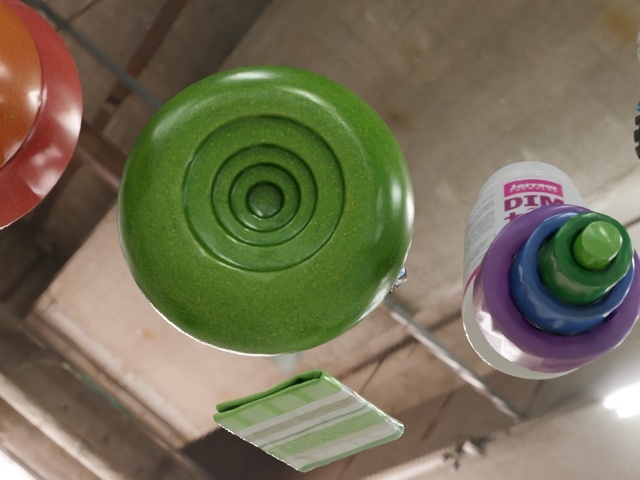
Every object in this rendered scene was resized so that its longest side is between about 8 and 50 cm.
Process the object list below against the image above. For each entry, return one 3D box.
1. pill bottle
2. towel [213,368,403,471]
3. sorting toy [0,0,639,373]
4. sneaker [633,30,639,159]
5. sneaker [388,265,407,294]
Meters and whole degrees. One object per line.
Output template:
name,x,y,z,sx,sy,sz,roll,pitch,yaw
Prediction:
pill bottle,0.247,0.022,1.397,0.160,0.283,0.160,3,-63,6
towel,-0.008,0.153,1.028,0.113,0.023,0.152,-24,-36,19
sorting toy,-0.046,-0.035,0.458,0.365,0.127,0.126,17,-14,4
sneaker,0.352,-0.158,1.140,0.082,0.191,0.071,9,-3,-26
sneaker,0.000,0.000,1.029,0.162,0.073,0.063,19,-24,-3
